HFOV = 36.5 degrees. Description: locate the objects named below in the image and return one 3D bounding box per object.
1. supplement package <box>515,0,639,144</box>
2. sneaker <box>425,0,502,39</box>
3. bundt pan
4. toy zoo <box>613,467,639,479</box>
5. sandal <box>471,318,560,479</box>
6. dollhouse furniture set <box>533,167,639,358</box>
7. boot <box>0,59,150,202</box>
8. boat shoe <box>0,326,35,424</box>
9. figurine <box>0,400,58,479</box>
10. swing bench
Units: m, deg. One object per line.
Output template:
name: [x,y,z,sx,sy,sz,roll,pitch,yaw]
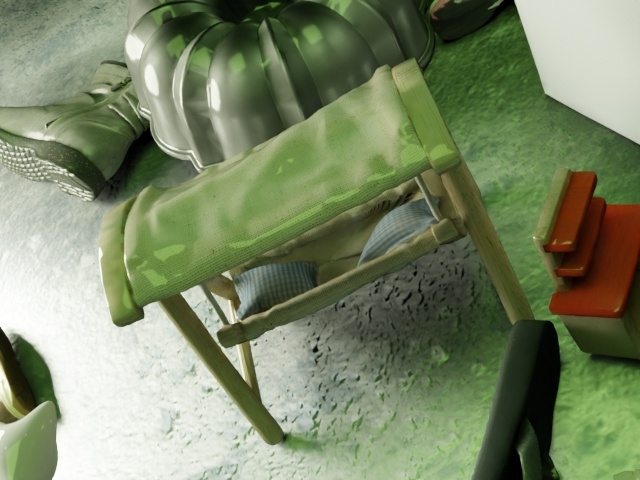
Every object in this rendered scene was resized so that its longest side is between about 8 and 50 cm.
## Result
supplement package: [0.266,-0.203,0.750,0.145,0.262,0.204,-44,50,-7]
sneaker: [0.179,-0.281,0.968,0.178,0.072,0.077,-26,53,8]
bundt pan: [-0.056,-0.228,0.990,0.331,0.124,0.331,-9,55,12]
toy zoo: [0.311,0.210,0.602,0.293,0.030,0.192,-21,52,13]
sandal: [0.143,0.169,0.671,0.054,0.097,0.254,2,60,28]
dollhouse furniture set: [0.289,0.023,0.647,0.259,0.135,0.262,2,52,33]
boot: [-0.291,-0.145,1.123,0.246,0.083,0.161,23,64,30]
boat shoe: [-0.334,0.123,0.968,0.049,0.056,0.152,-34,50,-4]
figurine: [-0.299,0.248,0.793,0.215,0.092,0.209,-24,47,10]
swing bench: [0.000,0.000,0.753,0.253,0.255,0.165,-25,51,10]
